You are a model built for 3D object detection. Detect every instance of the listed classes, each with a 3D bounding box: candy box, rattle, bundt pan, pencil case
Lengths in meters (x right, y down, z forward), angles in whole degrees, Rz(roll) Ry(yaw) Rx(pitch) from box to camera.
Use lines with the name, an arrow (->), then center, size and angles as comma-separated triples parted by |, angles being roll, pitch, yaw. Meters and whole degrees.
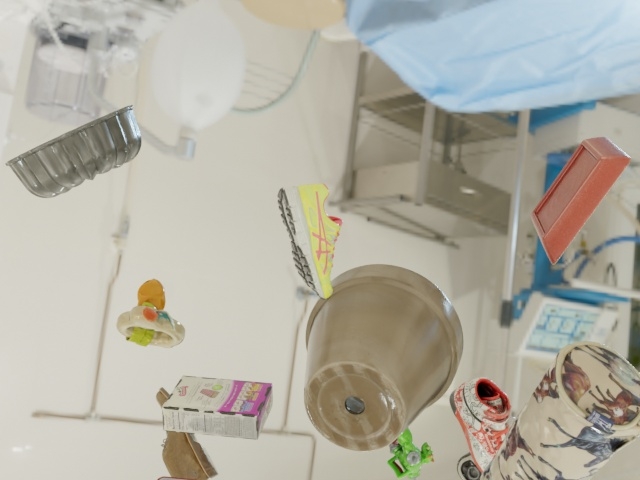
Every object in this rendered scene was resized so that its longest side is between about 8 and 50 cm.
candy box -> -0.244, 0.399, 2.022 | 0.233, 0.071, 0.159 | 4, -160, 9
rattle -> -0.290, 0.111, 1.510 | 0.130, 0.143, 0.200 | 25, 152, 4
bundt pan -> -0.578, -0.203, 2.031 | 0.330, 0.124, 0.331 | -23, -168, 5
pencil case -> 0.416, 0.366, 1.463 | 0.159, 0.183, 0.410 | -20, 143, -32

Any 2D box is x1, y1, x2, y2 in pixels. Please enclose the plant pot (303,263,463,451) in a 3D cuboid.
plant pot -> 0.098, 0.244, 1.614 | 0.323, 0.323, 0.280 | 5, -158, 15

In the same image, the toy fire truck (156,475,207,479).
toy fire truck -> -0.218, 0.631, 1.820 | 0.302, 0.254, 0.169 | 7, 132, -11

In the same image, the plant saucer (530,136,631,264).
plant saucer -> 0.531, -0.100, 1.775 | 0.047, 0.259, 0.258 | 32, -162, -3

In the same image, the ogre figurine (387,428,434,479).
ogre figurine -> 0.182, 0.448, 1.824 | 0.096, 0.118, 0.197 | -11, 146, -23

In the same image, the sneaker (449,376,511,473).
sneaker -> 0.409, 0.452, 1.984 | 0.090, 0.270, 0.145 | -18, 161, -27

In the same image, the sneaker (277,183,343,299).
sneaker -> 0.000, 0.000, 1.396 | 0.094, 0.209, 0.081 | -21, -156, -17

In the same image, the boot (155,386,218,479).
boot -> -0.396, 0.533, 2.280 | 0.115, 0.305, 0.112 | -32, 147, -6

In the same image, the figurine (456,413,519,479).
figurine -> 0.473, 0.530, 2.191 | 0.092, 0.215, 0.209 | 45, -158, 20
